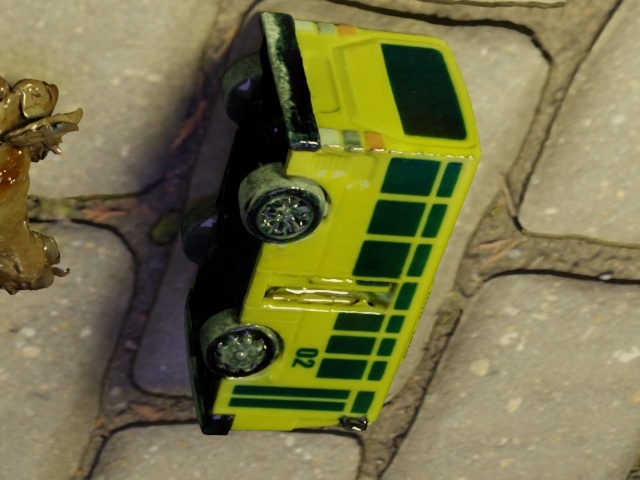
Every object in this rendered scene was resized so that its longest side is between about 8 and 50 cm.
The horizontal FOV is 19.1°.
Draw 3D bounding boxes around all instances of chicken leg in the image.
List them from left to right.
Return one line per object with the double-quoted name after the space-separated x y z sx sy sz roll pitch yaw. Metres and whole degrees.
-0.208 -0.029 1.153 0.125 0.080 0.196 -10 139 -21 "chicken leg"

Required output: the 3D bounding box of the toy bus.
0.000 0.000 1.188 0.150 0.128 0.262 4 134 -16 "toy bus"
